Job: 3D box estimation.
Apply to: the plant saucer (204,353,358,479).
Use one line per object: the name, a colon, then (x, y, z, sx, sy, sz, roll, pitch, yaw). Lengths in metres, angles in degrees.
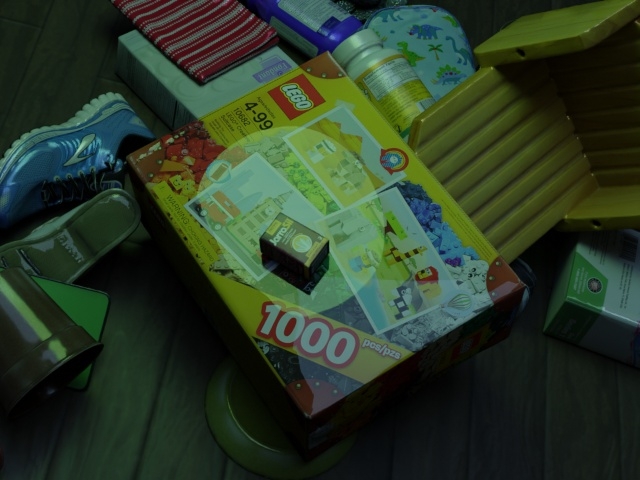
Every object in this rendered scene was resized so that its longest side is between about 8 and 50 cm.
plant saucer: (-0.053, 0.244, 1.762, 0.241, 0.037, 0.241, 8, 52, -10)

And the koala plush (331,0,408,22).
koala plush: (0.077, -0.551, 2.271, 0.203, 0.221, 0.196, -7, 57, -19)

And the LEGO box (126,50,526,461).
LEGO box: (-0.001, 0.014, 1.755, 0.372, 0.193, 0.500, -30, 65, -16)

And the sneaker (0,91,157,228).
sneaker: (-0.393, -0.116, 1.882, 0.147, 0.129, 0.330, 38, 54, 17)

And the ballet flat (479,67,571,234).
ballet flat: (0.368, -0.157, 2.004, 0.147, 0.147, 0.408, -39, 111, -34)

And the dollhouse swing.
dollhouse swing: (0.367, -0.134, 1.787, 0.305, 0.315, 0.346, -44, 118, -34)

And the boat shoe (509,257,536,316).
boat shoe: (0.230, 0.005, 1.969, 0.306, 0.113, 0.105, 32, 46, 6)

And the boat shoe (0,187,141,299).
boat shoe: (-0.406, 0.029, 1.783, 0.302, 0.103, 0.113, -30, 92, -10)

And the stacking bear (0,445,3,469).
stacking bear: (-0.557, 0.185, 1.604, 0.175, 0.164, 0.289, -12, 53, -22)

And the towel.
towel: (-0.232, -0.405, 2.084, 0.275, 0.031, 0.199, 43, 56, 18)

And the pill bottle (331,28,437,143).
pill bottle: (0.107, -0.233, 1.881, 0.118, 0.117, 0.208, -27, 77, -30)

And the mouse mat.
mouse mat: (-0.416, 0.129, 1.718, 0.190, 0.007, 0.152, 15, 86, -3)

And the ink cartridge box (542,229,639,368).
ink cartridge box: (0.539, 0.101, 1.974, 0.278, 0.117, 0.201, 21, 52, 1)

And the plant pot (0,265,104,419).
plant pot: (-0.420, 0.135, 1.641, 0.167, 0.167, 0.165, -35, 82, -33)

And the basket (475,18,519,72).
basket: (0.350, -0.278, 2.137, 0.154, 0.227, 0.204, -3, 56, -17)

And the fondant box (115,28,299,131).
fondant box: (-0.170, -0.274, 2.080, 0.238, 0.096, 0.330, -33, 69, -32)

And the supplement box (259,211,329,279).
supplement box: (-0.036, 0.007, 1.621, 0.083, 0.043, 0.055, 29, 66, 16)

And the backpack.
backpack: (0.165, -0.242, 2.069, 0.290, 0.273, 0.355, -4, 43, -3)

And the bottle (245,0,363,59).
bottle: (-0.055, -0.442, 2.236, 0.283, 0.092, 0.118, 36, 50, 13)
